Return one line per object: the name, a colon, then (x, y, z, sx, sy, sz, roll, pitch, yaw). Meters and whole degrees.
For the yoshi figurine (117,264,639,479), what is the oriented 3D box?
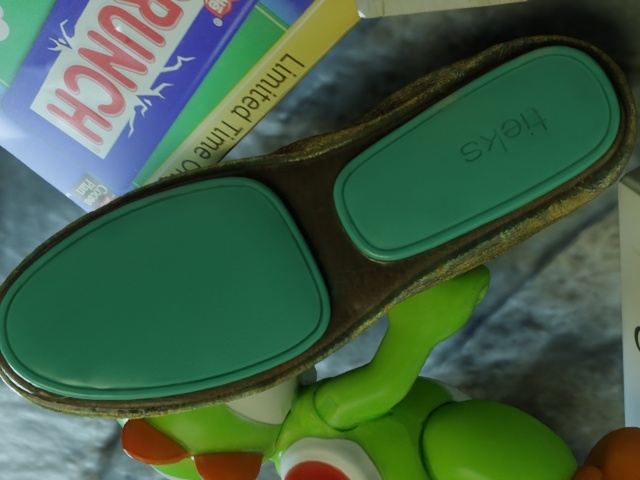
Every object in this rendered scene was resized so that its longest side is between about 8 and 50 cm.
yoshi figurine: (0.018, 0.090, 1.015, 0.362, 0.203, 0.203, 26, 179, 1)

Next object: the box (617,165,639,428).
box: (0.256, 0.134, 0.925, 0.232, 0.058, 0.322, 43, 152, 46)

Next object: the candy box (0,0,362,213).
candy box: (-0.138, -0.179, 0.874, 0.317, 0.122, 0.268, 38, 139, -10)

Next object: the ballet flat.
ballet flat: (0.000, 0.000, 0.889, 0.349, 0.123, 0.123, -25, 121, -1)

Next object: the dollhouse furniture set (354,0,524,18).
dollhouse furniture set: (0.075, -0.200, 0.670, 0.262, 0.259, 0.135, -2, 118, 29)
